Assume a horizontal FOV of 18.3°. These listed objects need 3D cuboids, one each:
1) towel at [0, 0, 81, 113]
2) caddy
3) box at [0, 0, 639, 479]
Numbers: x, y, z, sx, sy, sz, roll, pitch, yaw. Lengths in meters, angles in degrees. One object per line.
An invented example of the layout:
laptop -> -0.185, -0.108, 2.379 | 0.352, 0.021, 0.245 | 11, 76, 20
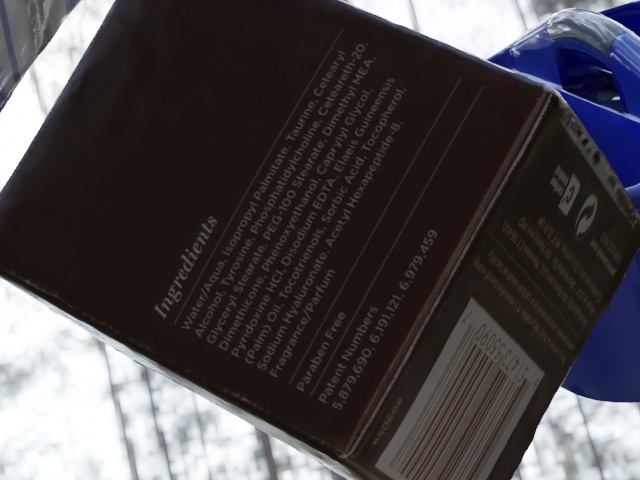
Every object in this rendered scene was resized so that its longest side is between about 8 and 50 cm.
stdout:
towel -> -0.267, -0.172, 1.587 | 0.034, 0.285, 0.209 | 28, -23, 11
caddy -> 0.183, -0.052, 1.159 | 0.241, 0.341, 0.179 | -26, -71, -10
box -> 0.000, 0.000, 0.854 | 0.167, 0.203, 0.168 | -60, -28, -6
